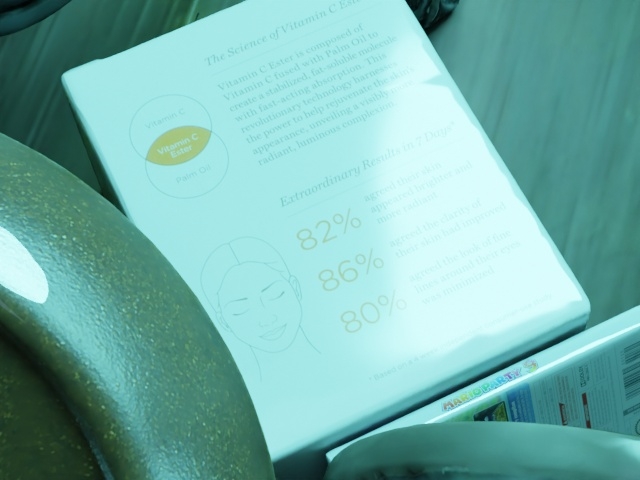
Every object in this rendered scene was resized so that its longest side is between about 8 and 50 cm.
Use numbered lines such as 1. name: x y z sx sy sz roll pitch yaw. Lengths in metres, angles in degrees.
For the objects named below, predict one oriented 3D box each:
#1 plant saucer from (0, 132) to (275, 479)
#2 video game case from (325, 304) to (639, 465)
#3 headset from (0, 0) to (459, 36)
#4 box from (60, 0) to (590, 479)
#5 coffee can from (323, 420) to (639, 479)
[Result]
1. plant saucer: -0.165 0.108 0.494 0.310 0.050 0.311 0 94 -2
2. video game case: 0.066 0.079 0.564 0.122 0.087 0.011 -24 42 -10
3. headset: -0.135 -0.142 0.637 0.394 0.185 0.243 -10 28 -6
4. box: 0.000 0.000 0.602 0.130 0.091 0.170 -24 65 -8
5. coffee can: 0.062 0.214 0.430 0.201 0.201 0.275 13 65 9
